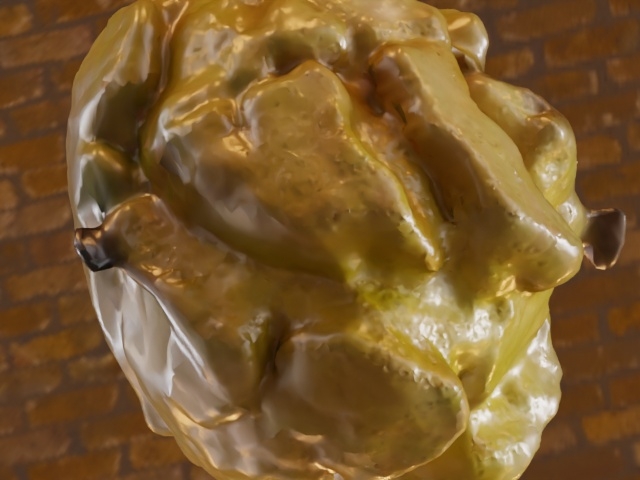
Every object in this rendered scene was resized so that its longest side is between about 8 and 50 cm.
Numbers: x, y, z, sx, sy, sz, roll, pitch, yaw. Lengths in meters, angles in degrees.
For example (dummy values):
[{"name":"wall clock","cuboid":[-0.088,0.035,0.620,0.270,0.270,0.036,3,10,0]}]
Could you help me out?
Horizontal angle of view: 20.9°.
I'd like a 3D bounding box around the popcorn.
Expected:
[{"name":"popcorn","cuboid":[0.000,0.000,0.465,0.148,0.152,0.167,-45,-117,57]}]
